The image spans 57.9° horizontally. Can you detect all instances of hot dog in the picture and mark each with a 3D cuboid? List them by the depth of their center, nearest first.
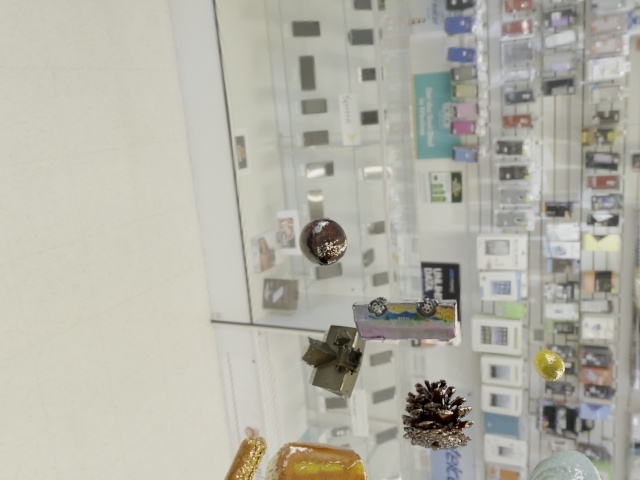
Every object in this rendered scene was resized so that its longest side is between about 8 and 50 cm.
[{"bbox_3d":[-0.179,0.530,1.338,0.071,0.045,0.165,21,95,-50],"label":"hot dog"}]

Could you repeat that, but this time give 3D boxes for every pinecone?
[{"bbox_3d":[0.315,0.472,1.569,0.208,0.208,0.207,1,90,-66],"label":"pinecone"}]

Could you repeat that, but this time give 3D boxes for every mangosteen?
[{"bbox_3d":[0.005,-0.002,1.939,0.184,0.173,0.172,-105,179,-57],"label":"mangosteen"}]

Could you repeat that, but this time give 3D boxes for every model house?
[{"bbox_3d":[0.051,0.375,1.853,0.243,0.205,0.211,135,-26,-67],"label":"model house"}]

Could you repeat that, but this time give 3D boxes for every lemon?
[{"bbox_3d":[0.665,0.364,1.684,0.110,0.082,0.082,-103,-177,-69],"label":"lemon"}]

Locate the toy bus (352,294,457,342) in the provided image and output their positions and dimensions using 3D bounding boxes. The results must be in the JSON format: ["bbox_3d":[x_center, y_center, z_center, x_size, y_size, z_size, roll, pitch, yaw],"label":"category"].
[{"bbox_3d":[0.259,0.240,1.778,0.112,0.317,0.137,0,86,-75],"label":"toy bus"}]

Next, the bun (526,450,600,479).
[{"bbox_3d":[0.673,0.766,1.601,0.362,0.212,0.361,0,90,-72],"label":"bun"}]

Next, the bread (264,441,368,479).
[{"bbox_3d":[-0.007,0.676,1.672,0.156,0.288,0.204,127,-31,-55],"label":"bread"}]
